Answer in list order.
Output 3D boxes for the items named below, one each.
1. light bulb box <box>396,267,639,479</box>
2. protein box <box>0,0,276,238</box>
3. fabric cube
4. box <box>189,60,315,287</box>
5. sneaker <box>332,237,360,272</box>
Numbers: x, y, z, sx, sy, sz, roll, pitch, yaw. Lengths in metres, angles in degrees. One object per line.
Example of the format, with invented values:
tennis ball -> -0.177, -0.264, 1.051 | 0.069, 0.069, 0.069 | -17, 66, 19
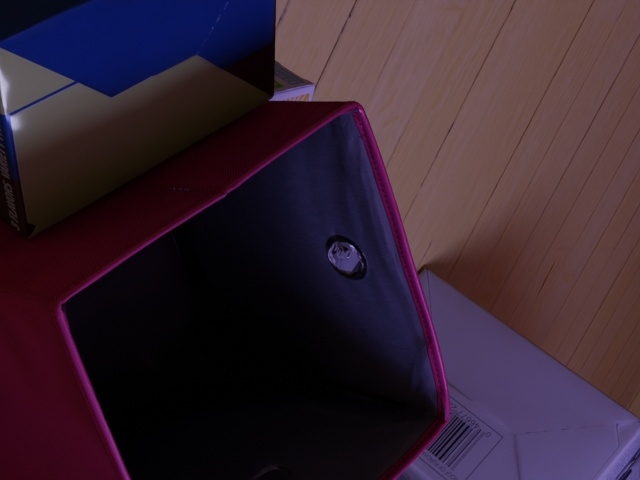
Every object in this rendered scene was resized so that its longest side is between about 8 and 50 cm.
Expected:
light bulb box -> 0.228, 0.285, 1.606 | 0.225, 0.358, 0.361 | -45, 149, -13
protein box -> -0.166, -0.143, 0.724 | 0.200, 0.201, 0.136 | -34, 145, -33
fabric cube -> -0.109, 0.067, 0.803 | 0.259, 0.258, 0.254 | -37, 120, -36
box -> -0.097, -0.058, 1.010 | 0.103, 0.114, 0.203 | -22, 136, -46
sneaker -> 0.000, 0.000, 1.265 | 0.132, 0.086, 0.229 | -48, 161, -22
